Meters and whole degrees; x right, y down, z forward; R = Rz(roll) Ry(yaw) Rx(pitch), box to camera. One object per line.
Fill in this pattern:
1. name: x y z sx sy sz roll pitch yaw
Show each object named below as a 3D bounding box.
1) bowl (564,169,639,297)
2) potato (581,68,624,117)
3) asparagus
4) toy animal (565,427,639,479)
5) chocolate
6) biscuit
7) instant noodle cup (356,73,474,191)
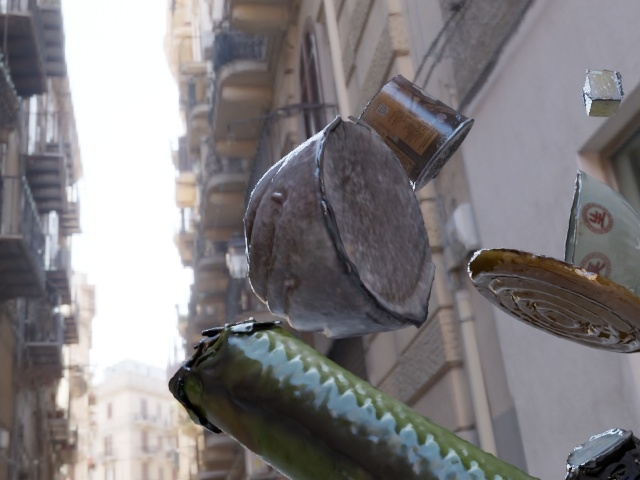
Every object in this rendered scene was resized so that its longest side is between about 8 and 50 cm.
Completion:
1. bowl: 0.564 0.037 1.699 0.158 0.337 0.337 7 -21 14
2. potato: 0.630 -0.329 1.939 0.086 0.122 0.061 3 -45 8
3. asparagus: 0.022 0.182 0.785 0.382 0.128 0.108 25 -21 35
4. toy animal: 0.463 0.369 1.286 0.138 0.179 0.166 -49 -9 19
5. chocolate: 0.000 0.000 1.185 0.213 0.303 0.303 -22 -28 28
6. biscuit: 0.304 0.082 1.088 0.262 0.037 0.262 25 -13 6
7. instant noodle cup: 0.212 -0.256 2.006 0.217 0.207 0.217 -48 -9 -11
